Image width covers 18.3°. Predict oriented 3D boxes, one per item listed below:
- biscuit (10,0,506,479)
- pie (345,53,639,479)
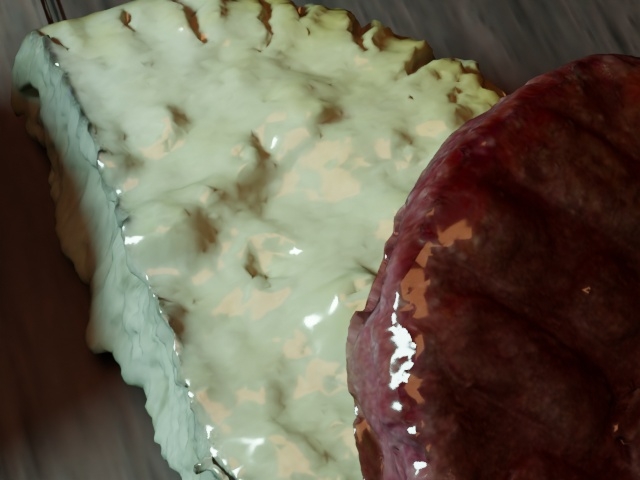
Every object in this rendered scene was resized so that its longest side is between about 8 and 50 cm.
[{"bbox_3d":[0.000,0.000,0.714,0.179,0.084,0.281,-28,58,-10],"label":"biscuit"},{"bbox_3d":[0.104,0.046,0.634,0.204,0.054,0.219,44,59,-13],"label":"pie"}]
